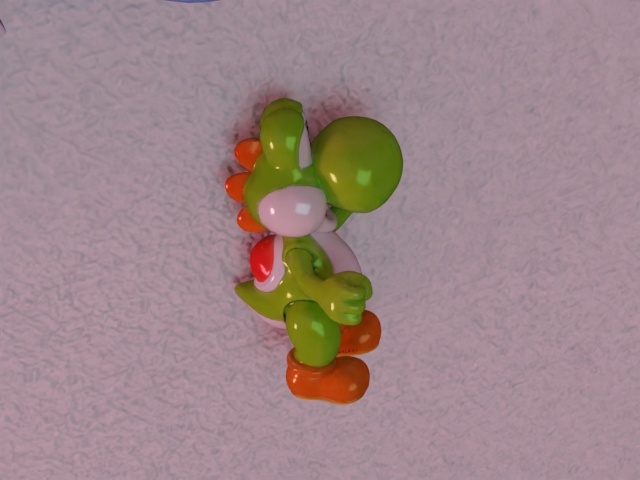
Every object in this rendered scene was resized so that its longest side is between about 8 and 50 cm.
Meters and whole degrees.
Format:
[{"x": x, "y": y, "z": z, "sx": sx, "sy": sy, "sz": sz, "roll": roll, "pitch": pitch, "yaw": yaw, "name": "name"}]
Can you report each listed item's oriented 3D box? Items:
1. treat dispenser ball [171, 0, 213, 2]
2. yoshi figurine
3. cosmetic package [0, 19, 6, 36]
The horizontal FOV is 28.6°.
[{"x": -0.119, "y": -0.360, "z": 1.130, "sx": 0.288, "sy": 0.288, "sz": 0.288, "roll": -11, "pitch": 121, "yaw": -20, "name": "treat dispenser ball"}, {"x": 0.026, "y": 0.002, "z": 1.470, "sx": 0.203, "sy": 0.204, "sz": 0.362, "roll": -28, "pitch": 124, "yaw": -29, "name": "yoshi figurine"}, {"x": -0.450, "y": -0.225, "z": 1.138, "sx": 0.224, "sy": 0.138, "sz": 0.224, "roll": -37, "pitch": 127, "yaw": -3, "name": "cosmetic package"}]
